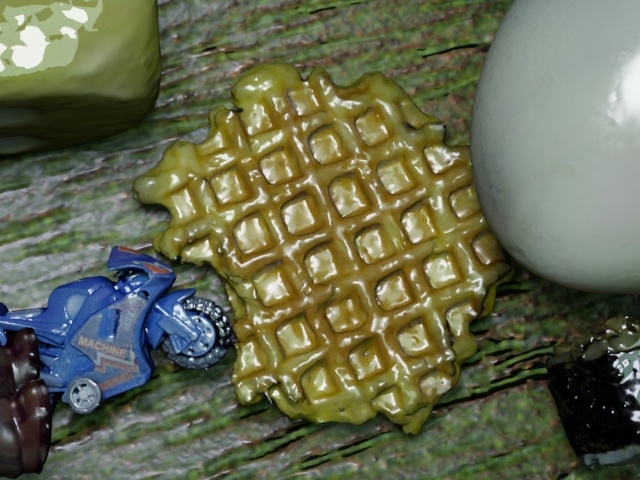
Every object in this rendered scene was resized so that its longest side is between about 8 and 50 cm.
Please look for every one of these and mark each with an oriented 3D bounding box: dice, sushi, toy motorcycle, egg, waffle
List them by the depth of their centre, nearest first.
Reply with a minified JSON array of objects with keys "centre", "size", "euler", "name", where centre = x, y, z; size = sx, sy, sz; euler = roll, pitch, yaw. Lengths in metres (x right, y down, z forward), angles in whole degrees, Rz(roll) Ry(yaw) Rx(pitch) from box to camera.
[{"centre":[-0.244,-0.195,1.238],"size":[0.227,0.233,0.238],"euler":[-7,84,-11],"name":"dice"},{"centre":[0.263,-0.107,1.277],"size":[0.345,0.283,0.283],"euler":[-43,90,-12],"name":"egg"},{"centre":[-0.174,0.070,1.280],"size":[0.205,0.076,0.114],"euler":[-19,89,4],"name":"toy motorcycle"},{"centre":[0.290,0.104,1.319],"size":[0.212,0.147,0.115],"euler":[-13,84,-6],"name":"sushi"},{"centre":[0.008,0.006,1.336],"size":[0.301,0.058,0.281],"euler":[42,78,1],"name":"waffle"}]

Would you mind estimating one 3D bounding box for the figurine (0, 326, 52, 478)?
[{"centre":[-0.369,0.099,1.120],"size":[0.365,0.206,0.218],"euler":[-9,49,-12],"name":"figurine"}]
